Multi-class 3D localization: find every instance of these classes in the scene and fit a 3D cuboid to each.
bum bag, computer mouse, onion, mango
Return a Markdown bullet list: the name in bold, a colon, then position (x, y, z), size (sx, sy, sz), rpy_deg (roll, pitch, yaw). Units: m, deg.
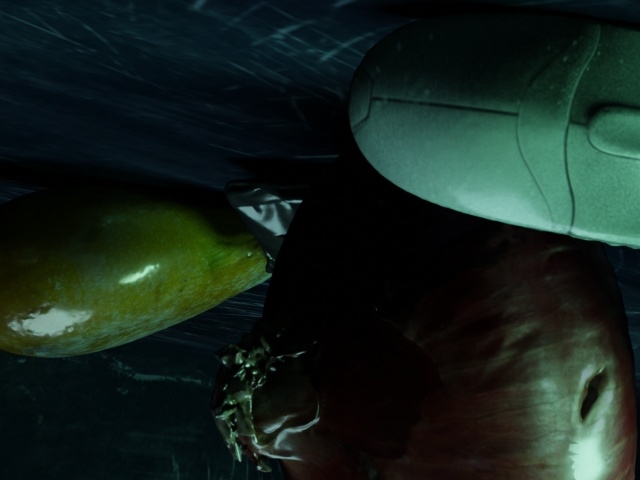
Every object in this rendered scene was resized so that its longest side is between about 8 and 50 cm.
- **bum bag**: position (0.000, 0.000, 1.499), size (0.123, 0.060, 0.248), rpy_deg (3, 156, 13)
- **computer mouse**: position (0.128, -0.057, 0.929), size (0.229, 0.113, 0.068), rpy_deg (7, -178, -1)
- **onion**: position (0.049, 0.093, 1.197), size (0.285, 0.347, 0.347), rpy_deg (-5, 177, -25)
- **mango**: position (-0.175, 0.018, 1.603), size (0.316, 0.146, 0.193), rpy_deg (-12, 173, -21)
